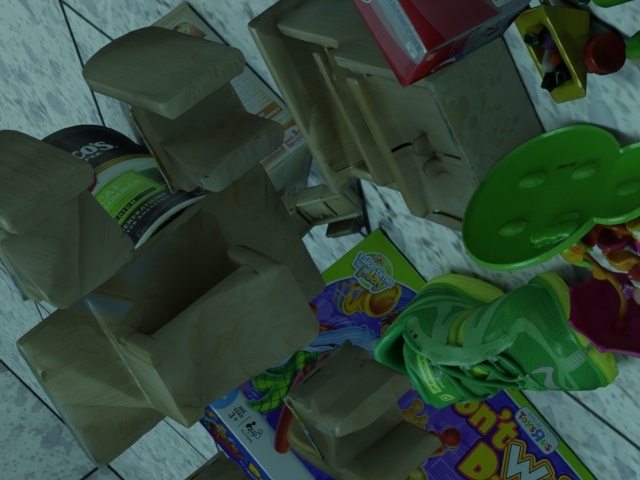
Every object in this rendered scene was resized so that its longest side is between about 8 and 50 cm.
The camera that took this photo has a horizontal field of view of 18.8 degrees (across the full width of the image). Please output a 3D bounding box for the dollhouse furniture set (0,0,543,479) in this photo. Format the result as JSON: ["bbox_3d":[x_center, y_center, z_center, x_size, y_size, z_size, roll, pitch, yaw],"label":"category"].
[{"bbox_3d":[-0.056,-0.006,1.446,0.256,0.394,0.362,22,145,55],"label":"dollhouse furniture set"}]

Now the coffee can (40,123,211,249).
[{"bbox_3d":[-0.194,0.008,2.073,0.275,0.201,0.201,27,150,48],"label":"coffee can"}]

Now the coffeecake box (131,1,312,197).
[{"bbox_3d":[-0.095,-0.113,1.836,0.185,0.068,0.142,46,159,14],"label":"coffeecake box"}]

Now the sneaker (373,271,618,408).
[{"bbox_3d":[0.141,0.096,1.596,0.109,0.123,0.295,56,160,-13],"label":"sneaker"}]

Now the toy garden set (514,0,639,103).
[{"bbox_3d":[0.145,-0.185,1.198,0.244,0.049,0.204,56,160,-12],"label":"toy garden set"}]

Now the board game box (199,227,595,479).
[{"bbox_3d":[0.072,0.195,1.763,0.347,0.233,0.078,49,161,5],"label":"board game box"}]

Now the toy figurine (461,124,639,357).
[{"bbox_3d":[0.213,0.014,1.362,0.173,0.130,0.159,-11,133,41],"label":"toy figurine"}]

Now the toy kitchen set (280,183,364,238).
[{"bbox_3d":[0.000,0.000,1.779,0.083,0.075,0.068,-13,138,34],"label":"toy kitchen set"}]

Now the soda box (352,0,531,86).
[{"bbox_3d":[0.030,-0.237,1.234,0.263,0.083,0.092,60,169,5],"label":"soda box"}]
